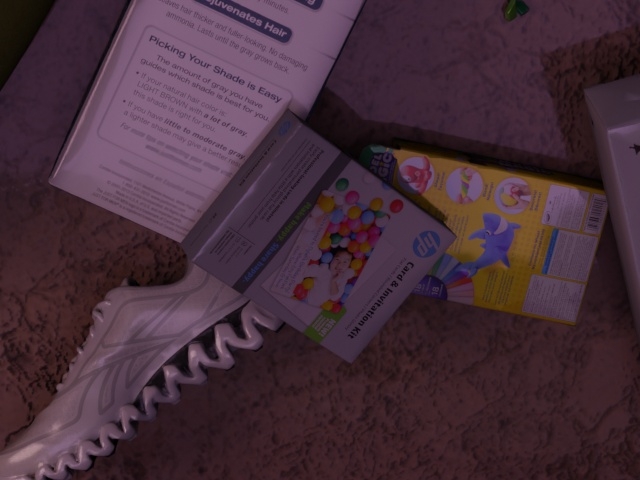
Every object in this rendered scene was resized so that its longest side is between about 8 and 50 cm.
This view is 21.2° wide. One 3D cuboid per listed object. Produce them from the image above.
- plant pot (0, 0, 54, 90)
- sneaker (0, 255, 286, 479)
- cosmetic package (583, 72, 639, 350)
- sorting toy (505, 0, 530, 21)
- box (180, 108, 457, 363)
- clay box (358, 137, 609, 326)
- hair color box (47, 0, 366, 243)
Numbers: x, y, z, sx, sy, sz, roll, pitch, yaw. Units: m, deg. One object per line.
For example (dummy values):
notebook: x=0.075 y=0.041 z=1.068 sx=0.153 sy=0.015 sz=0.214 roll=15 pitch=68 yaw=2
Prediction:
plant pot: x=-0.357 y=-0.156 z=1.342 sx=0.293 sy=0.275 sz=0.275 roll=-41 pitch=105 yaw=-7
sneaker: x=-0.173 y=0.108 z=1.485 sx=0.292 sy=0.110 sz=0.118 roll=-37 pitch=95 yaw=-9
cosmetic package: x=0.403 y=0.011 z=1.459 sx=0.284 sy=0.097 sz=0.377 roll=-16 pitch=118 yaw=5
sorting toy: x=0.183 y=-0.225 z=1.454 sx=0.062 sy=0.012 sz=0.083 roll=8 pitch=106 yaw=-5
box: x=0.000 y=0.000 z=1.411 sx=0.186 sy=0.038 sz=0.145 roll=35 pitch=99 yaw=-32
clay box: x=0.130 y=-0.011 z=1.495 sx=0.222 sy=0.053 sz=0.127 roll=12 pitch=105 yaw=-5
hair color box: x=-0.074 y=-0.174 z=1.409 sx=0.174 sy=0.105 sz=0.347 roll=25 pitch=104 yaw=-10
